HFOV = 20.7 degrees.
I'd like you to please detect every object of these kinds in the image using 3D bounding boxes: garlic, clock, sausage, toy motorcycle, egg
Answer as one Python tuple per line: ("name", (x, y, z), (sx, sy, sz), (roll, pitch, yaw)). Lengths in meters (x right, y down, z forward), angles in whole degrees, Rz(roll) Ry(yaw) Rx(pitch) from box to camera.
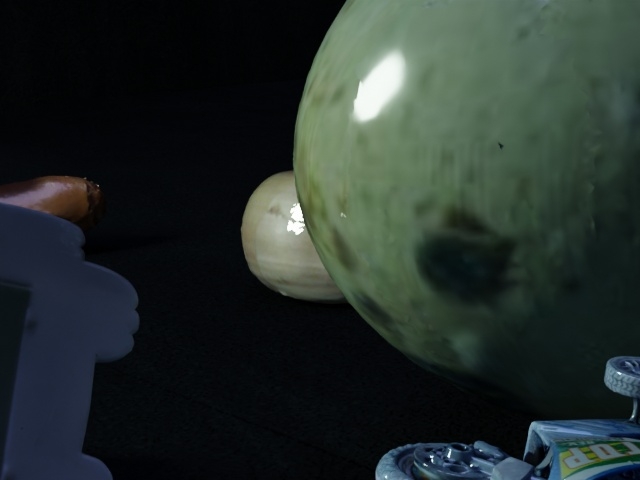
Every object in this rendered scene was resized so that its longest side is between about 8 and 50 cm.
("garlic", (-0.003, -0.003, 1.462), (0.128, 0.148, 0.266), (-44, 27, -12))
("clock", (-0.219, 0.083, 0.917), (0.189, 0.188, 0.254), (-9, -3, -28))
("sausage", (-0.359, -0.010, 1.639), (0.327, 0.079, 0.087), (-9, -8, -27))
("toy motorcycle", (0.154, 0.115, 0.759), (0.254, 0.092, 0.135), (1, 16, -29))
("egg", (0.189, -0.057, 0.990), (0.428, 0.345, 0.345), (-16, 15, -26))
